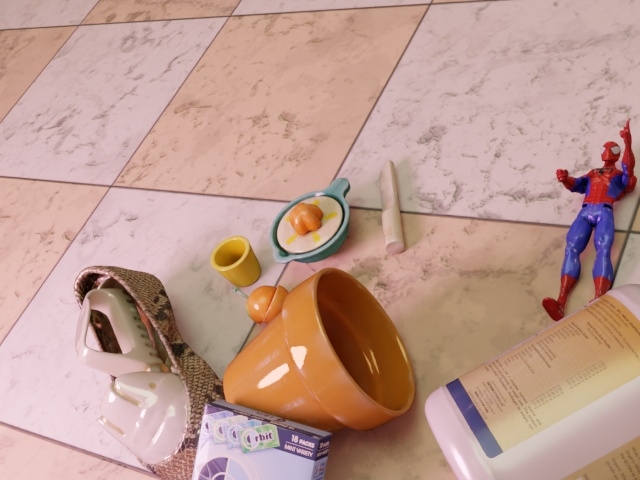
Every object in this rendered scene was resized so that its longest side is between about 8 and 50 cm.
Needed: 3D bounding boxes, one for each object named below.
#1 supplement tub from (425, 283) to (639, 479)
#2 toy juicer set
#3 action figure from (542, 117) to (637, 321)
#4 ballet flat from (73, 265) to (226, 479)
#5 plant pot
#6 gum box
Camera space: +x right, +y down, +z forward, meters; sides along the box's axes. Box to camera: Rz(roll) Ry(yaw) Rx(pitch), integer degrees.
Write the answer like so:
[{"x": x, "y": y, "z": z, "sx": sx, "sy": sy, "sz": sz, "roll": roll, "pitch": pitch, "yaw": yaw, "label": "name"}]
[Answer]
[{"x": 0.292, "y": 0.185, "z": 0.928, "sx": 0.316, "sy": 0.228, "sz": 0.228, "roll": -30, "pitch": 43, "yaw": 3, "label": "supplement tub"}, {"x": 0.000, "y": 0.000, "z": 1.374, "sx": 0.329, "sy": 0.089, "sz": 0.209, "roll": -32, "pitch": 42, "yaw": 1, "label": "toy juicer set"}, {"x": 0.349, "y": -0.046, "z": 1.180, "sx": 0.092, "sy": 0.139, "sz": 0.280, "roll": 2, "pitch": 50, "yaw": 30, "label": "action figure"}, {"x": -0.251, "y": 0.190, "z": 1.277, "sx": 0.164, "sy": 0.182, "sz": 0.483, "roll": -54, "pitch": 42, "yaw": 13, "label": "ballet flat"}, {"x": -0.014, "y": 0.167, "z": 1.166, "sx": 0.188, "sy": 0.205, "sz": 0.205, "roll": -33, "pitch": 40, "yaw": 23, "label": "plant pot"}, {"x": -0.079, "y": 0.301, "z": 1.090, "sx": 0.157, "sy": 0.041, "sz": 0.184, "roll": 11, "pitch": 94, "yaw": 25, "label": "gum box"}]
